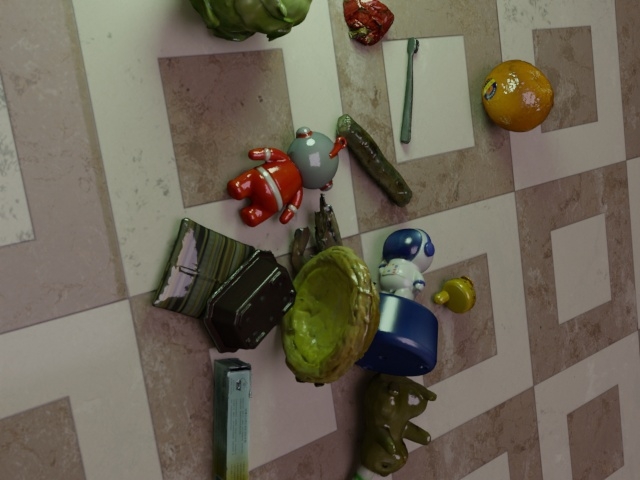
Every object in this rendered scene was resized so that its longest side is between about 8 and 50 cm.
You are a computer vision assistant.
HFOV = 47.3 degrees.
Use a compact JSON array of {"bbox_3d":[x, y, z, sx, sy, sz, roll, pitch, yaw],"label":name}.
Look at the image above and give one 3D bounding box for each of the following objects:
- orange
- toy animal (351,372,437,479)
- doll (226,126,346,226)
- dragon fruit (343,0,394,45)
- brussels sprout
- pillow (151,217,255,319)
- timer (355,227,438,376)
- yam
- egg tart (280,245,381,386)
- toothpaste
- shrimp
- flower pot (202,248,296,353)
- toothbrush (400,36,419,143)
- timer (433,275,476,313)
[{"bbox_3d":[0.588,-0.430,2.191,0.219,0.193,0.219,9,52,-12],"label":"orange"},{"bbox_3d":[0.186,0.537,1.958,0.181,0.180,0.363,6,91,-42],"label":"toy animal"},{"bbox_3d":[-0.067,-0.168,1.776,0.336,0.105,0.200,-35,112,-22],"label":"doll"},{"bbox_3d":[0.135,-0.569,1.914,0.162,0.083,0.107,17,85,-39],"label":"dragon fruit"},{"bbox_3d":[-0.146,-0.548,1.591,0.294,0.259,0.227,-38,132,-54],"label":"brussels sprout"},{"bbox_3d":[-0.260,0.079,1.667,0.212,0.052,0.208,25,78,-40],"label":"pillow"},{"bbox_3d":[0.202,0.137,1.928,0.270,0.270,0.384,35,58,-33],"label":"timer"},{"bbox_3d":[0.145,-0.210,1.950,0.067,0.071,0.317,-37,121,11],"label":"yam"},{"bbox_3d":[0.038,0.183,1.712,0.132,0.345,0.346,20,81,-29],"label":"egg tart"},{"bbox_3d":[-0.209,0.437,1.708,0.071,0.089,0.313,-1,94,-30],"label":"toothpaste"},{"bbox_3d":[-0.015,0.008,1.840,0.145,0.059,0.254,-25,121,-15],"label":"shrimp"},{"bbox_3d":[-0.148,0.150,1.702,0.251,0.084,0.179,-47,134,-31],"label":"flower pot"},{"bbox_3d":[0.249,-0.416,2.040,0.030,0.030,0.298,6,89,-47],"label":"toothbrush"},{"bbox_3d":[0.397,0.165,2.141,0.109,0.107,0.107,-24,107,-38],"label":"timer"}]
